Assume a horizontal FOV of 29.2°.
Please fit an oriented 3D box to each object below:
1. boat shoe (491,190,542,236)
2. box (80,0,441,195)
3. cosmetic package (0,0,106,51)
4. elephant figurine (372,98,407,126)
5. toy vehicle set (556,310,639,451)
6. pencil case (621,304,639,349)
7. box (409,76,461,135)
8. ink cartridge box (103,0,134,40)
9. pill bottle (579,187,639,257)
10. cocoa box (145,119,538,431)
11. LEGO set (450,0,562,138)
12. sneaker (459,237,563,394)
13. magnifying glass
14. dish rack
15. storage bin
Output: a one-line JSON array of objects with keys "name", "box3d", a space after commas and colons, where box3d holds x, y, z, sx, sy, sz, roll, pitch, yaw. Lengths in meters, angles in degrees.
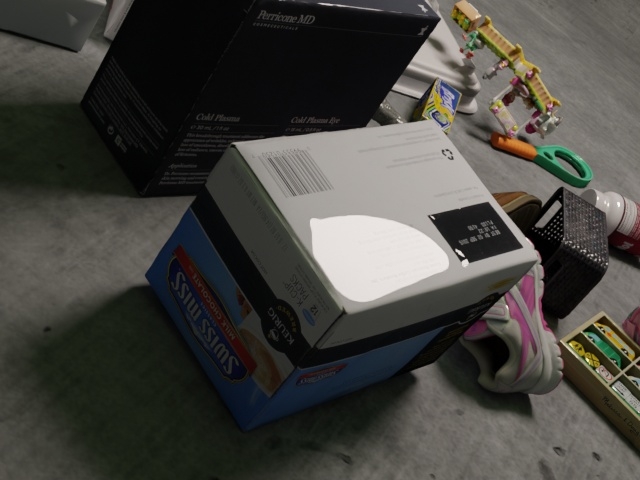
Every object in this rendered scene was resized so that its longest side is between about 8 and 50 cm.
[{"name": "boat shoe", "box3d": [0.224, -0.032, 1.805, 0.104, 0.111, 0.307, 34, 26, 24]}, {"name": "box", "box3d": [-0.076, -0.233, 1.588, 0.343, 0.312, 0.179, -5, 50, -47]}, {"name": "cosmetic package", "box3d": [-0.470, -0.441, 1.687, 0.284, 0.097, 0.377, 14, 38, -36]}, {"name": "elephant figurine", "box3d": [0.032, -0.277, 1.931, 0.239, 0.186, 0.169, 24, -11, -38]}, {"name": "toy vehicle set", "box3d": [0.462, 0.227, 1.770, 0.267, 0.035, 0.166, 46, 33, 15]}, {"name": "pencil case", "box3d": [0.566, 0.110, 1.950, 0.124, 0.124, 0.284, 42, 32, 9]}, {"name": "box", "box3d": [0.188, -0.208, 2.046, 0.054, 0.059, 0.169, 35, 32, -7]}, {"name": "ink cartridge box", "box3d": [-0.192, -0.319, 1.796, 0.218, 0.092, 0.159, 26, 34, -20]}, {"name": "pill bottle", "box3d": [0.513, -0.032, 2.106, 0.152, 0.086, 0.086, 23, 35, -21]}, {"name": "cocoa box", "box3d": [0.026, 0.030, 1.401, 0.347, 0.228, 0.231, -13, 61, -46]}, {"name": "LEGO set", "box3d": [0.309, -0.285, 2.152, 0.287, 0.107, 0.132, 49, -1, -10]}, {"name": "sneaker", "box3d": [0.234, 0.088, 1.616, 0.111, 0.103, 0.252, -9, 79, -40]}, {"name": "magnifying glass", "box3d": [0.401, -0.152, 2.212, 0.231, 0.026, 0.092, 15, 38, -30]}, {"name": "dish rack", "box3d": [0.150, -0.383, 2.228, 0.285, 0.072, 0.333, 12, 38, -32]}, {"name": "storage bin", "box3d": [0.368, 0.017, 1.868, 0.084, 0.122, 0.180, 30, 32, -10]}]
